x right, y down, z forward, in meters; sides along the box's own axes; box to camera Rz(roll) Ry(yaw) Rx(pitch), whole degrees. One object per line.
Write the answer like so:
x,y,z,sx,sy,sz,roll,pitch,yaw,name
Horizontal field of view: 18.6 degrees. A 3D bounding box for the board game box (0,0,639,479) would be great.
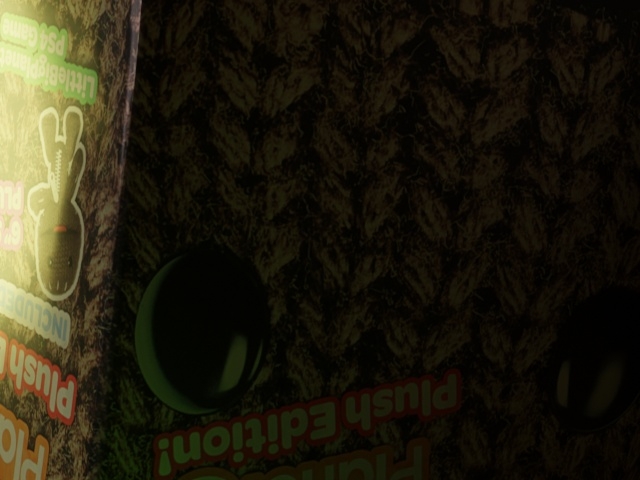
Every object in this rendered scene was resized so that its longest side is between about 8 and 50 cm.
0.000,0.000,0.658,0.141,0.232,0.291,19,106,56,board game box
